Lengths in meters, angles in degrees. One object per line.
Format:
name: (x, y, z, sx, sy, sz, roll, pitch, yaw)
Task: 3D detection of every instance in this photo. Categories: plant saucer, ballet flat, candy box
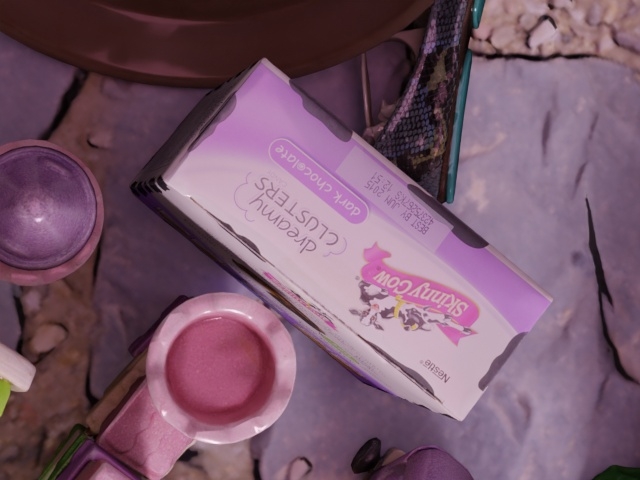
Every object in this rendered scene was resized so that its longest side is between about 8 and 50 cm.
plant saucer: (-0.062, -0.173, 0.743, 0.278, 0.278, 0.041, 8, 54, -11)
ballet flat: (0.056, -0.112, 0.847, 0.070, 0.070, 0.188, 13, 84, -11)
candy box: (0.000, 0.000, 0.766, 0.165, 0.196, 0.070, 40, 83, -9)

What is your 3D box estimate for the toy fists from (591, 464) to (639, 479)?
toy fists: (0.269, 0.188, 0.845, 0.279, 0.142, 0.096, 15, 87, -10)

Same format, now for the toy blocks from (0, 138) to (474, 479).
toy blocks: (-0.100, 0.144, 0.715, 0.309, 0.260, 0.288, 40, 83, -8)

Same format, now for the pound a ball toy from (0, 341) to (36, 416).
pound a ball toy: (-0.254, 0.098, 0.580, 0.319, 0.136, 0.208, 12, 74, 28)
